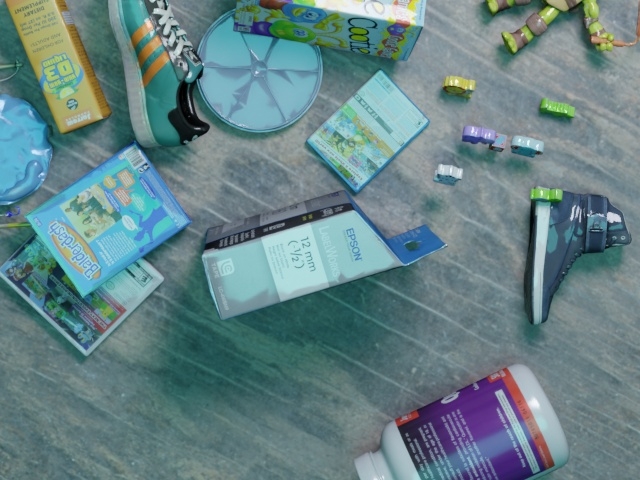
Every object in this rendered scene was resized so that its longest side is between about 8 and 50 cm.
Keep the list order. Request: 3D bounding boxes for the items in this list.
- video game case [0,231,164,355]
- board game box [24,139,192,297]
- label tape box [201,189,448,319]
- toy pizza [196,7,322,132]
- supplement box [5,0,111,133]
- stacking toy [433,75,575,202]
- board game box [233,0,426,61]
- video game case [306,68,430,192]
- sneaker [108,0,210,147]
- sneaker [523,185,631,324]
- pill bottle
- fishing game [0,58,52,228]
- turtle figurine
[{"bbox_3d":[-0.387,0.056,1.994,0.183,0.023,0.201,-44,99,4],"label":"video game case"},{"bbox_3d":[-0.334,-0.034,1.948,0.210,0.047,0.160,-35,98,-10],"label":"board game box"},{"bbox_3d":[0.000,0.000,1.888,0.347,0.249,0.115,-18,100,0],"label":"label tape box"},{"bbox_3d":[-0.097,-0.272,1.951,0.201,0.032,0.201,-1,100,-3],"label":"toy pizza"},{"bbox_3d":[-0.406,-0.286,1.911,0.078,0.080,0.233,-21,102,3],"label":"supplement box"},{"bbox_3d":[0.290,-0.158,1.949,0.221,0.052,0.167,11,76,-5],"label":"stacking toy"},{"bbox_3d":[0.017,-0.382,1.862,0.275,0.142,0.144,9,76,-5],"label":"board game box"},{"bbox_3d":[0.077,-0.176,1.983,0.166,0.015,0.119,-44,99,4],"label":"video game case"},{"bbox_3d":[-0.239,-0.294,1.891,0.121,0.108,0.302,-4,108,18],"label":"sneaker"},{"bbox_3d":[0.416,0.031,1.997,0.163,0.086,0.226,5,98,-1],"label":"sneaker"},{"bbox_3d":[0.224,0.340,1.988,0.323,0.181,0.181,-25,99,1],"label":"pill bottle"},{"bbox_3d":[-0.516,-0.147,1.948,0.189,0.041,0.264,-9,94,-9],"label":"fishing game"},{"bbox_3d":[0.368,-0.398,1.927,0.217,0.087,0.269,-25,108,9],"label":"turtle figurine"}]
